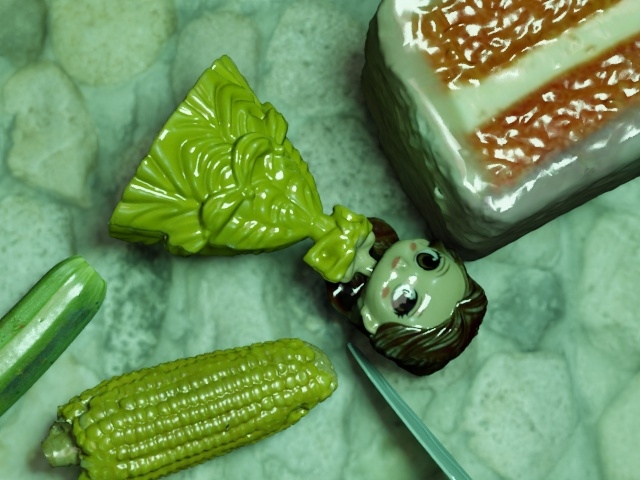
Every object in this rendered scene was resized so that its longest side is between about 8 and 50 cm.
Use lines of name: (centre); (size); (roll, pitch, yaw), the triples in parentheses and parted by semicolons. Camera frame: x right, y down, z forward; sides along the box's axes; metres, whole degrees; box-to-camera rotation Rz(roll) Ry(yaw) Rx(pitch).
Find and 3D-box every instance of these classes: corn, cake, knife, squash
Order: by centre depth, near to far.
corn: (-0.111, 0.148, 1.504); (0.262, 0.097, 0.097); (-16, 80, -14)
knife: (0.127, 0.211, 1.504); (0.044, 0.080, 0.331); (-45, 78, 9)
squash: (-0.274, 0.105, 1.510); (0.066, 0.066, 0.229); (43, 78, 4)
cake: (0.199, -0.142, 1.526); (0.309, 0.230, 0.237); (-28, 81, -10)

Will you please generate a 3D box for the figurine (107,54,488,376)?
figurine: (0.001, -0.002, 1.506); (0.315, 0.168, 0.187); (32, 36, 1)
